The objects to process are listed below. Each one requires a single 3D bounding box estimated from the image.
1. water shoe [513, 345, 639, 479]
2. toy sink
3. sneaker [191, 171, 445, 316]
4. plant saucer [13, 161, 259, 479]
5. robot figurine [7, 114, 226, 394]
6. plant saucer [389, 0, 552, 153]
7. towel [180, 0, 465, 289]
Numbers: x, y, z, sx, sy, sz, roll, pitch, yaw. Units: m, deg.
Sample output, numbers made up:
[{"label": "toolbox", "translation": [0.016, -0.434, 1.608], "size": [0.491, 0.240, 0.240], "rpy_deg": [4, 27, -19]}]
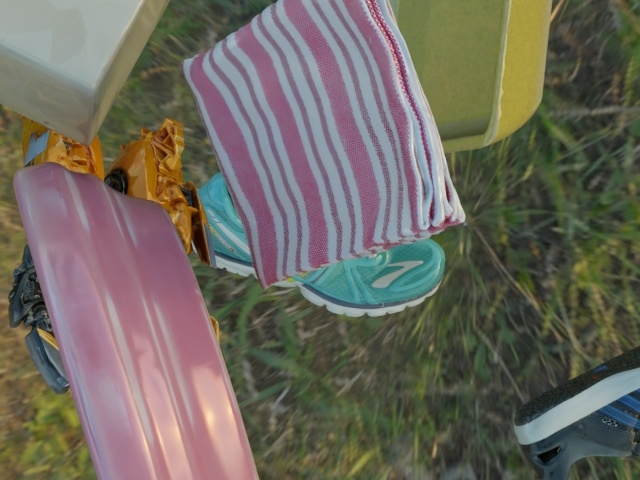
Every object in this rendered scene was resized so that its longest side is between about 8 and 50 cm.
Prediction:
[{"label": "water shoe", "translation": [0.271, 0.148, 1.392], "size": [0.203, 0.073, 0.080], "rpy_deg": [-23, 99, -1]}, {"label": "toy sink", "translation": [-0.154, -0.202, 0.968], "size": [0.153, 0.131, 0.234], "rpy_deg": [26, 75, -3]}, {"label": "sneaker", "translation": [0.000, 0.000, 1.586], "size": [0.275, 0.110, 0.107], "rpy_deg": [13, 55, -12]}, {"label": "plant saucer", "translation": [-0.098, 0.107, 0.937], "size": [0.084, 0.332, 0.332], "rpy_deg": [-17, 89, -10]}, {"label": "robot figurine", "translation": [-0.161, 0.016, 1.285], "size": [0.085, 0.211, 0.291], "rpy_deg": [-37, 51, 31]}, {"label": "plant saucer", "translation": [0.112, -0.225, 1.420], "size": [0.081, 0.333, 0.332], "rpy_deg": [10, 83, -27]}, {"label": "towel", "translation": [-0.008, -0.055, 0.837], "size": [0.029, 0.197, 0.144], "rpy_deg": [-19, 90, -34]}]
